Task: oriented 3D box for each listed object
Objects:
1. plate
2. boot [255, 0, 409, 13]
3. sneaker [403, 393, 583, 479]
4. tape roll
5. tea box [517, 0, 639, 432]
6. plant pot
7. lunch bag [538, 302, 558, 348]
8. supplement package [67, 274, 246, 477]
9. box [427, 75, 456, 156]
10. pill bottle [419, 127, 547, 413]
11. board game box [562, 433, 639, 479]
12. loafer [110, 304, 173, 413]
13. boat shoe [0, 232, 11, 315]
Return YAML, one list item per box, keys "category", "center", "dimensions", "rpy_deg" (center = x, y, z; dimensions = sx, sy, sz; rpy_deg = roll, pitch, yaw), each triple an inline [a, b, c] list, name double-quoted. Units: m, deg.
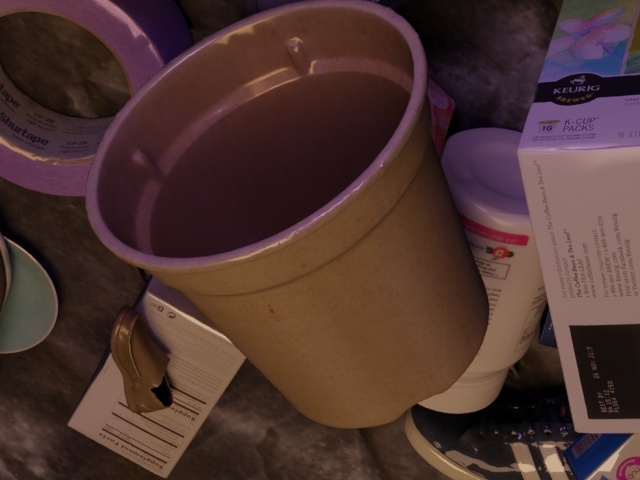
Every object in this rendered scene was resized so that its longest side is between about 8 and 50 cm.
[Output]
- category: "plate"
  center: [-0.396, 0.054, 2.293]
  dimensions: [0.188, 0.024, 0.188]
  rpy_deg: [8, 127, 11]
- category: "boot"
  center: [0.058, -0.340, 1.832]
  dimensions: [0.338, 0.118, 0.222]
  rpy_deg: [-21, 116, 15]
- category: "sneaker"
  center: [0.273, 0.210, 2.166]
  dimensions: [0.350, 0.131, 0.148]
  rpy_deg: [15, 126, -5]
- category: "tape roll"
  center: [-0.273, -0.182, 2.042]
  dimensions: [0.275, 0.090, 0.275]
  rpy_deg: [8, 128, 10]
- category: "tea box"
  center: [0.338, -0.043, 1.824]
  dimensions: [0.220, 0.323, 0.329]
  rpy_deg: [-3, 126, 18]
- category: "plant pot"
  center: [0.000, 0.000, 1.801]
  dimensions: [0.334, 0.334, 0.305]
  rpy_deg: [-12, 132, 23]
- category: "lunch bag"
  center: [0.273, 0.077, 2.076]
  dimensions: [0.065, 0.098, 0.067]
  rpy_deg: [14, 123, 1]
- category: "supplement package"
  center: [-0.167, 0.128, 2.211]
  dimensions: [0.134, 0.139, 0.244]
  rpy_deg: [29, 129, -5]
- category: "box"
  center: [-0.025, -0.081, 2.013]
  dimensions: [0.300, 0.142, 0.154]
  rpy_deg: [-34, 110, 33]
- category: "pill bottle"
  center: [0.162, 0.037, 2.037]
  dimensions: [0.160, 0.160, 0.283]
  rpy_deg: [17, 128, 2]
- category: "board game box"
  center: [0.475, 0.232, 2.068]
  dimensions: [0.302, 0.086, 0.308]
  rpy_deg: [42, 101, -16]
- category: "loafer"
  center: [-0.190, 0.128, 2.098]
  dimensions: [0.050, 0.056, 0.148]
  rpy_deg: [4, 135, 15]
- category: "boat shoe"
  center: [-0.427, 0.089, 2.253]
  dimensions: [0.109, 0.091, 0.305]
  rpy_deg: [15, 129, 5]
